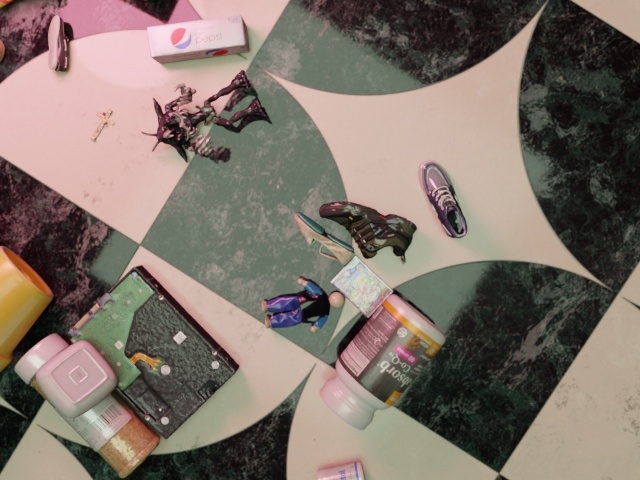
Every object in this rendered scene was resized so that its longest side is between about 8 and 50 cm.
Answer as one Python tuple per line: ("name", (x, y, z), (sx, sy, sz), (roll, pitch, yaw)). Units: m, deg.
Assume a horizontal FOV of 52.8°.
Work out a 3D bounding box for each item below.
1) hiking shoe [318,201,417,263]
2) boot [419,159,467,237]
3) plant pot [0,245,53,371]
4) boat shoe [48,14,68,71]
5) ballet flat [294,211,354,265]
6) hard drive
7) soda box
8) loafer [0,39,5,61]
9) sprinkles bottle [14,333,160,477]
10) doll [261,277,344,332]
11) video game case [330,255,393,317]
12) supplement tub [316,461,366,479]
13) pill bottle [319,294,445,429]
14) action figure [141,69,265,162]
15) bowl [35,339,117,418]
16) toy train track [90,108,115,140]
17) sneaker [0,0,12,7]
("hiking shoe", (0.099, -0.018, 1.454), (0.226, 0.086, 0.114), (15, 90, 0))
("boot", (0.280, -0.094, 1.444), (0.069, 0.086, 0.190), (-26, 91, 3))
("plant pot", (-0.741, 0.149, 1.425), (0.239, 0.254, 0.254), (-43, 90, -11))
("boat shoe", (-0.601, -0.452, 1.484), (0.046, 0.038, 0.125), (-2, 86, 44))
("ballet flat", (0.000, 0.000, 1.475), (0.168, 0.057, 0.052), (34, 103, 1))
("hard drive", (-0.387, 0.256, 1.495), (0.237, 0.064, 0.339), (-45, 91, 3))
("soda box", (-0.273, -0.453, 1.454), (0.215, 0.074, 0.069), (-6, 92, 3))
("loafer", (-0.794, -0.413, 1.486), (0.148, 0.050, 0.056), (-40, 91, 3))
("sprinkles bottle", (-0.532, 0.378, 1.476), (0.121, 0.121, 0.355), (-44, 90, 3))
("doll", (-0.038, 0.150, 1.486), (0.188, 0.046, 0.129), (-10, 93, 3))
("video game case", (0.096, 0.107, 1.497), (0.122, 0.011, 0.087), (43, 93, 0))
("supplement tub", (0.050, 0.556, 1.489), (0.107, 0.071, 0.071), (-13, 92, 2))
("pill bottle", (0.134, 0.270, 1.428), (0.162, 0.162, 0.278), (38, 93, 0))
("action figure", (-0.272, -0.274, 1.432), (0.275, 0.141, 0.164), (-26, 103, 1))
("bowl", (-0.529, 0.300, 1.409), (0.142, 0.053, 0.142), (-39, 89, -33))
("toy train track", (-0.512, -0.270, 1.501), (0.048, 0.014, 0.083), (32, 94, 1))
("sneaker", (-0.714, -0.574, 1.469), (0.208, 0.081, 0.094), (10, 100, 8))
